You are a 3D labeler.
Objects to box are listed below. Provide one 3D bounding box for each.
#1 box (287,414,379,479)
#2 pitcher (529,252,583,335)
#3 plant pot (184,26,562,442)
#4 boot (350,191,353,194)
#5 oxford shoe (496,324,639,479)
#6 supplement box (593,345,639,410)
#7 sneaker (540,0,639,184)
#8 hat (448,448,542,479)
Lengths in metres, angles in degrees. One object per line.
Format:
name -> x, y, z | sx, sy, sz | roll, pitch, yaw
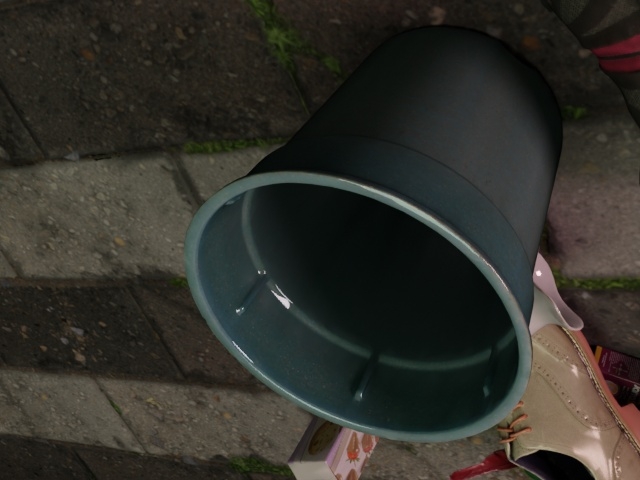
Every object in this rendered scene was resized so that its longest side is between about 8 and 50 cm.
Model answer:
box -> 0.063, 0.186, 1.184 | 0.067, 0.324, 0.063 | -11, 121, 39
pitcher -> 0.187, 0.077, 1.093 | 0.207, 0.178, 0.125 | -33, 130, 27
plant pot -> 0.091, -0.030, 0.949 | 0.341, 0.334, 0.341 | 17, 137, 17
boot -> 0.000, 0.000, 1.223 | 0.206, 0.090, 0.249 | 6, 123, 38
oxford shoe -> 0.271, 0.194, 1.157 | 0.397, 0.146, 0.140 | 48, 148, 8
supplement box -> 0.391, 0.181, 1.194 | 0.083, 0.043, 0.055 | 17, 136, 16
sneaker -> 0.308, -0.208, 0.799 | 0.202, 0.185, 0.483 | 41, 162, 46
hat -> 0.319, 0.323, 1.270 | 0.208, 0.184, 0.173 | 3, 132, 29
